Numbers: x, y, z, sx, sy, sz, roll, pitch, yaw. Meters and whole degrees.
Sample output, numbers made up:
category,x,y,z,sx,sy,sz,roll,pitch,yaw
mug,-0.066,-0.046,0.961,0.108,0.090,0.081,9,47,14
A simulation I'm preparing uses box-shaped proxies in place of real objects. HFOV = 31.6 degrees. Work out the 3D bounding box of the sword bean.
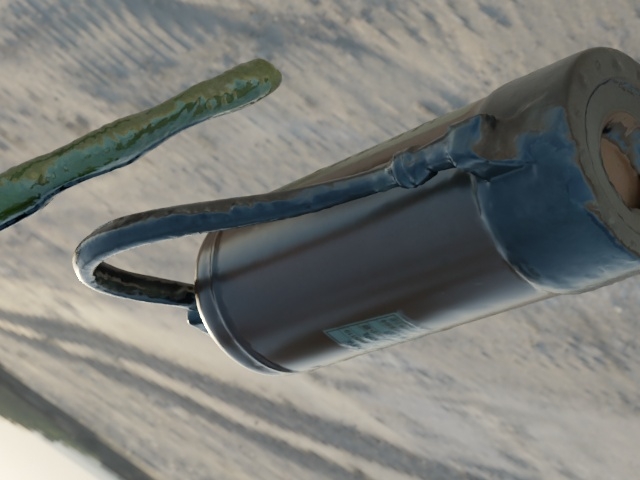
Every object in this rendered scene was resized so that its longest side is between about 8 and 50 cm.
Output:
category,x,y,z,sx,sy,sz,roll,pitch,yaw
sword bean,-0.151,-0.074,0.864,0.038,0.269,0.043,62,173,9

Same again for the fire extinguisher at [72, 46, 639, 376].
category,x,y,z,sx,sy,sz,roll,pitch,yaw
fire extinguisher,0.004,-0.008,0.647,0.200,0.113,0.376,36,143,-27
